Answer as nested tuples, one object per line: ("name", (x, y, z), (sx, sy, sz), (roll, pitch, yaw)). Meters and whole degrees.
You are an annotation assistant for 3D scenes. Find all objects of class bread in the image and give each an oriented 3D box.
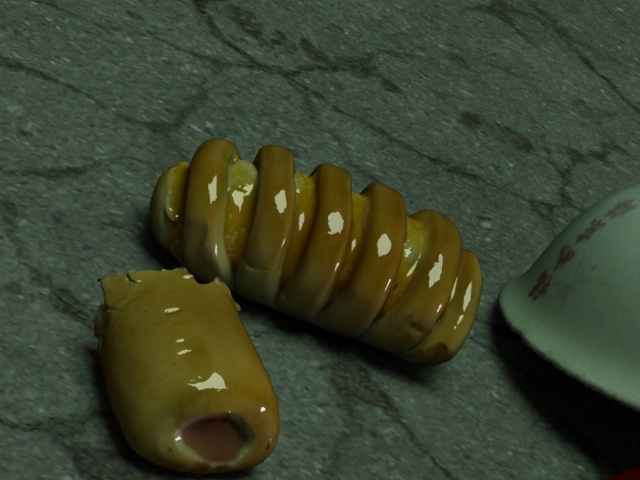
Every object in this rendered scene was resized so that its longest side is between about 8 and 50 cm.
("bread", (0.000, 0.000, 1.793), (0.311, 0.121, 0.173), (21, 28, -11))
("bread", (-0.102, 0.100, 1.552), (0.134, 0.085, 0.173), (10, 30, -30))

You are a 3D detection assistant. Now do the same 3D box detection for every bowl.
("bowl", (0.403, 0.038, 1.912), (0.435, 0.196, 0.435), (15, 15, -4))

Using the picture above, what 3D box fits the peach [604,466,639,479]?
("peach", (0.331, 0.255, 1.594), (0.279, 0.068, 0.189), (9, 51, 13))
